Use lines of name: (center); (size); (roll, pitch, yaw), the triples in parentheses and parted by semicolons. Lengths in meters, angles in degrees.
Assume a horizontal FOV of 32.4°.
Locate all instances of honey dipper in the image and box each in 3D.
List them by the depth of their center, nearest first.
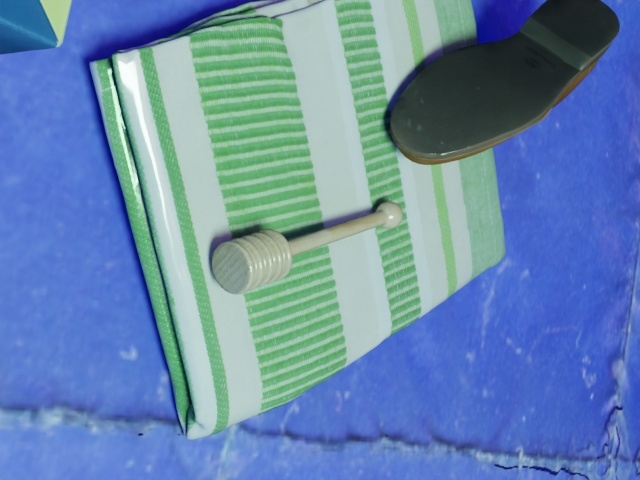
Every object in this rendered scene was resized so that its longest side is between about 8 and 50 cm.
honey dipper: (0.000, 0.000, 0.656); (0.160, 0.030, 0.030); (-17, 105, -50)

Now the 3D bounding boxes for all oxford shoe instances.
oxford shoe: (0.126, -0.096, 0.763); (0.212, 0.076, 0.076); (-31, 157, -32)

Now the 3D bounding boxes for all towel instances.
towel: (0.010, -0.044, 0.710); (0.325, 0.038, 0.248); (-29, 115, -44)

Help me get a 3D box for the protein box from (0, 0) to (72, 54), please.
protein box: (-0.204, -0.151, 0.351); (0.200, 0.201, 0.136); (19, 79, -46)
